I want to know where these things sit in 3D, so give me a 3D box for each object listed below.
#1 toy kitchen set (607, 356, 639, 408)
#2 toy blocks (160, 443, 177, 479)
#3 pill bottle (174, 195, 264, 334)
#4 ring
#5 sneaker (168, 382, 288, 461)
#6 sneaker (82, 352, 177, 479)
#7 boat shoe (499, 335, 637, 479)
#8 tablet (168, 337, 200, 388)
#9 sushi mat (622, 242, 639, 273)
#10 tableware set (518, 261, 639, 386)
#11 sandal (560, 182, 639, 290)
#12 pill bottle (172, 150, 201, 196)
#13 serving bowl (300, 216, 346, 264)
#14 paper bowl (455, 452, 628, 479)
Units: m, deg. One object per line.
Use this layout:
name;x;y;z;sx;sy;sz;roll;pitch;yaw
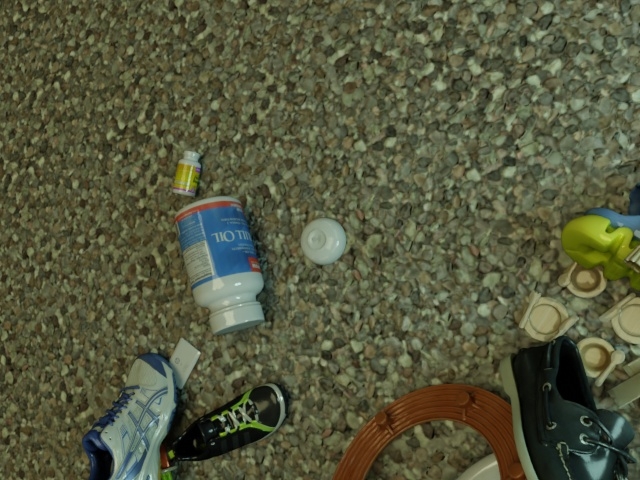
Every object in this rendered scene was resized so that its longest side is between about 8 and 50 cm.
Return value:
toy kitchen set;0.434;0.215;0.811;0.068;0.075;0.083;-36;31;14
toy blocks;-0.324;0.418;1.133;0.123;0.054;0.148;-27;74;21
pill bottle;-0.169;0.045;1.062;0.124;0.124;0.221;-23;76;21
ring;0.135;0.335;0.822;0.337;0.032;0.336;-29;32;21
sneaker;-0.159;0.323;1.041;0.235;0.097;0.084;-36;71;18
sneaker;-0.339;0.325;1.066;0.112;0.131;0.296;-28;48;33
boat shoe;0.304;0.228;0.715;0.113;0.340;0.127;-39;102;20
tablet;-0.262;0.231;1.151;0.054;0.006;0.083;32;98;25
sushi mat;0.515;-0.030;0.721;0.316;0.019;0.151;-41;64;-15
tableware set;0.374;0.109;0.852;0.169;0.020;0.141;42;101;27
sandal;0.478;0.028;0.765;0.317;0.126;0.138;36;76;17
pill bottle;-0.252;-0.127;1.163;0.044;0.043;0.083;11;90;26
serving bowl;0.000;0.000;1.040;0.084;0.027;0.083;-3;83;26
paper bowl;0.281;0.409;0.752;0.284;0.284;0.148;-26;116;21
